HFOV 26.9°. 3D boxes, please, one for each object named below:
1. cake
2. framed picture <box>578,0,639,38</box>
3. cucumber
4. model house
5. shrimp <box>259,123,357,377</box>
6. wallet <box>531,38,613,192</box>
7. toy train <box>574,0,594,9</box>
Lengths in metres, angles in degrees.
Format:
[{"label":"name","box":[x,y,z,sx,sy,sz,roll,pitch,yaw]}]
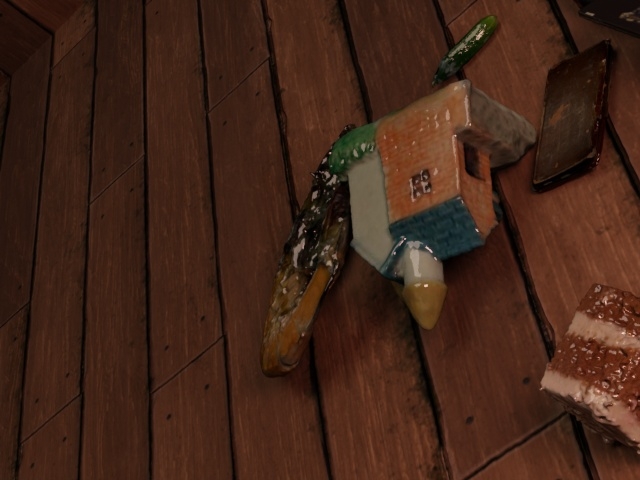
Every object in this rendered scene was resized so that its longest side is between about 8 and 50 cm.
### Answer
[{"label":"cake","box":[0.343,0.147,1.510,0.147,0.134,0.135,-52,29,-9]},{"label":"framed picture","box":[0.535,-0.355,1.731,0.339,0.014,0.255,-33,30,-10]},{"label":"cucumber","box":[0.233,-0.307,2.180,0.155,0.037,0.037,-46,32,13]},{"label":"model house","box":[0.166,-0.014,1.893,0.267,0.194,0.325,-22,57,37]},{"label":"shrimp","box":[0.000,0.000,2.067,0.272,0.085,0.445,134,156,-65]},{"label":"wallet","box":[0.360,-0.176,1.894,0.122,0.031,0.232,-25,40,45]},{"label":"toy train","box":[0.482,-0.314,1.812,0.086,0.089,0.409,-48,31,0]}]
